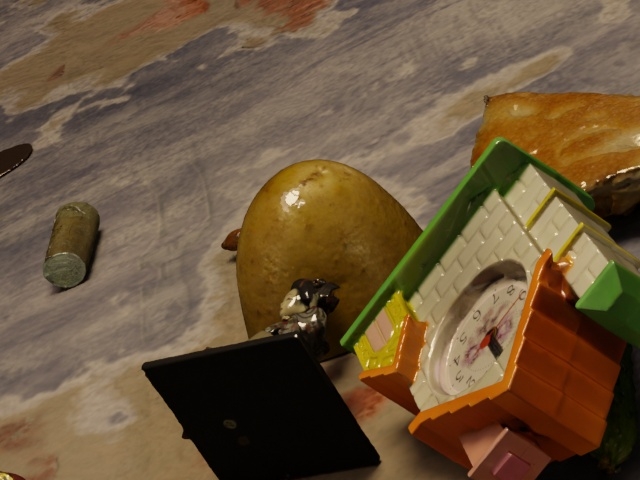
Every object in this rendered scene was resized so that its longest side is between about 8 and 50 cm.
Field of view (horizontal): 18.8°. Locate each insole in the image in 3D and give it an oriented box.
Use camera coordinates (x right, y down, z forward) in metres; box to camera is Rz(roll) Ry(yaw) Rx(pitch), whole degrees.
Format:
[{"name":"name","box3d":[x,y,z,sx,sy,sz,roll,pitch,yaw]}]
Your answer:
[{"name":"insole","box3d":[-0.523,-0.043,2.541,0.327,0.007,0.111,-30,27,-6]}]

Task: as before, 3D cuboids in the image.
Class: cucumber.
[{"name":"cucumber","box3d":[0.215,0.105,1.498,0.069,0.069,0.227,-20,30,14]}]

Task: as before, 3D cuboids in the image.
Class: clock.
[{"name":"clock","box3d":[0.141,0.070,1.472,0.220,0.106,0.255,-54,21,12]}]

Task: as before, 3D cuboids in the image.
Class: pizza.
[{"name":"pizza","box3d":[0.248,-0.077,1.800,0.182,0.074,0.365,-36,28,-23]}]

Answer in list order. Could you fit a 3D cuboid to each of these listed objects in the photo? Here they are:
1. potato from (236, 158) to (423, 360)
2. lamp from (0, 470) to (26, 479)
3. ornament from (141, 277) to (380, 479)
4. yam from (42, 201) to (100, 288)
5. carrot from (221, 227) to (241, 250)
[{"name":"potato","box3d":[0.000,0.000,1.805,0.203,0.158,0.178,-25,26,-6]},{"name":"lamp","box3d":[-0.286,0.246,1.684,0.101,0.090,0.101,8,31,-5]},{"name":"ornament","box3d":[-0.034,0.085,1.649,0.166,0.153,0.196,-12,35,26]},{"name":"yam","box3d":[-0.281,0.002,2.175,0.054,0.054,0.132,-21,27,12]},{"name":"carrot","box3d":[-0.021,-0.013,1.967,0.191,0.047,0.047,-8,31,35]}]
